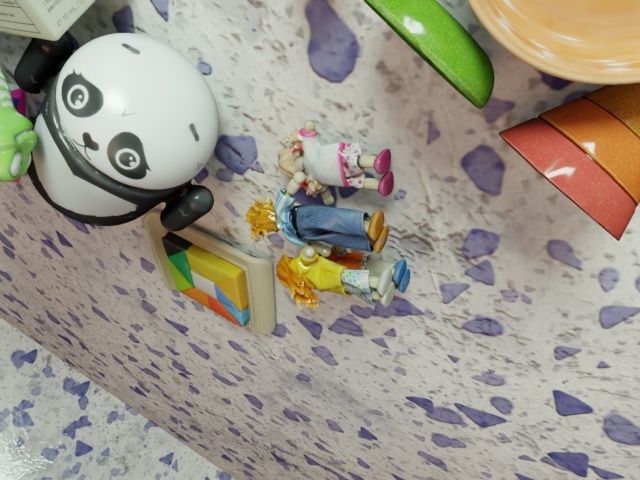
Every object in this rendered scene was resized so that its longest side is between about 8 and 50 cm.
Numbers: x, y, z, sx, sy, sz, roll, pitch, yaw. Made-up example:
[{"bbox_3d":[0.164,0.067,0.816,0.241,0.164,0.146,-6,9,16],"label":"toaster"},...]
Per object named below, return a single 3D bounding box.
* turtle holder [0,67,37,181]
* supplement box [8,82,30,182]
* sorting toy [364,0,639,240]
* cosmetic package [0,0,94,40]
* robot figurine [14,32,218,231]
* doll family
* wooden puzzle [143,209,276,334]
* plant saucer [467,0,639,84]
[{"bbox_3d":[-0.452,-0.125,0.511,0.320,0.243,0.228,-5,99,-9],"label":"turtle holder"},{"bbox_3d":[-0.559,-0.172,0.683,0.219,0.111,0.114,6,150,-24],"label":"supplement box"},{"bbox_3d":[0.127,-0.163,0.328,0.365,0.127,0.126,41,113,-7],"label":"sorting toy"},{"bbox_3d":[-0.302,-0.321,0.348,0.153,0.129,0.296,18,156,18],"label":"cosmetic package"},{"bbox_3d":[-0.238,-0.114,0.548,0.209,0.174,0.278,10,160,-40],"label":"robot figurine"},{"bbox_3d":[0.000,0.000,0.552,0.163,0.118,0.263,10,137,28],"label":"doll family"},{"bbox_3d":[-0.193,0.068,0.826,0.238,0.044,0.221,21,141,15],"label":"wooden puzzle"},{"bbox_3d":[0.168,-0.187,0.244,0.199,0.037,0.200,5,113,11],"label":"plant saucer"}]
